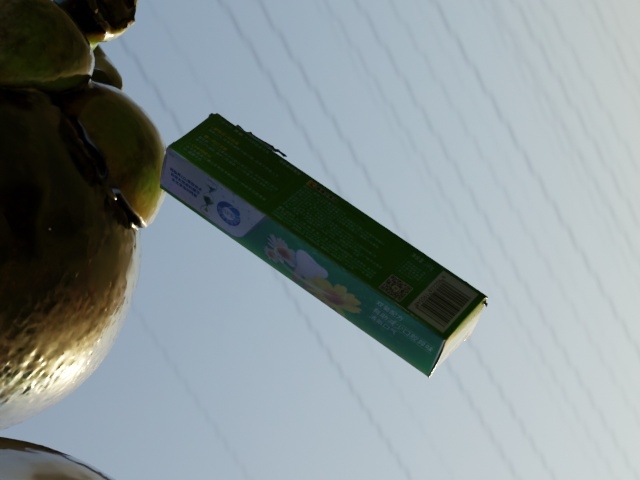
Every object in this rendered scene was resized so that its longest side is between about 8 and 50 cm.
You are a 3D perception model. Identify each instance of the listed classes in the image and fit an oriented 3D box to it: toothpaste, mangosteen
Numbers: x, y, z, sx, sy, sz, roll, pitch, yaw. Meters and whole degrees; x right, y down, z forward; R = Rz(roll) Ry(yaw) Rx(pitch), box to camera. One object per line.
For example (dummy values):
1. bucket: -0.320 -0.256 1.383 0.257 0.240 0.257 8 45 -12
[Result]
1. toothpaste: 0.000 0.000 0.751 0.178 0.037 0.043 34 -129 15
2. mangosteen: -0.235 -0.026 0.881 0.300 0.300 0.300 46 -148 -41

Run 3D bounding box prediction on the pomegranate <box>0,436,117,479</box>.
1. pomegranate: -0.088 0.145 0.313 0.207 0.207 0.207 46 -148 -41
